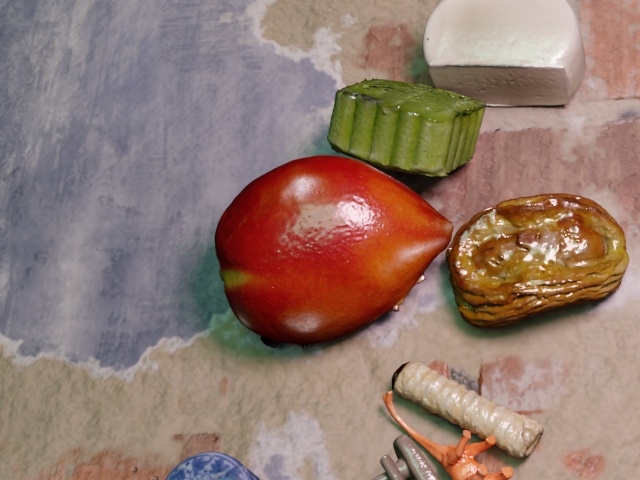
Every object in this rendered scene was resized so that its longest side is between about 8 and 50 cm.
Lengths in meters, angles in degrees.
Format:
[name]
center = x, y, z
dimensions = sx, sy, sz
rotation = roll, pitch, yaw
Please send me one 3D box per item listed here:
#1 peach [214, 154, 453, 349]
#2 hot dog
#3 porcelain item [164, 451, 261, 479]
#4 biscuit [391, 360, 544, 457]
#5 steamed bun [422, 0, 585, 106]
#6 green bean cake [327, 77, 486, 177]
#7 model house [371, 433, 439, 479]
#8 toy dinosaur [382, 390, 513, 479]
[peach]
center = 0.000, 0.000, 1.511
dimensions = 0.362, 0.201, 0.257
rotation = -15, 59, 22
[hot dog]
center = 0.308, 0.024, 1.485
dimensions = 0.259, 0.114, 0.175
rotation = -16, 60, 8
[porcelain item]
center = -0.145, 0.373, 1.440
dimensions = 0.147, 0.114, 0.147
rotation = -6, 62, 12
[biscuit]
center = 0.199, 0.229, 1.448
dimensions = 0.219, 0.055, 0.061
rotation = 27, 64, 25
[steamed bun]
center = 0.290, -0.310, 1.635
dimensions = 0.242, 0.146, 0.164
rotation = 4, 68, 19
[green bean cake]
center = 0.129, -0.175, 1.579
dimensions = 0.200, 0.214, 0.113
rotation = 17, 111, 23
[model house]
center = 0.102, 0.396, 1.355
dimensions = 0.188, 0.122, 0.229
rotation = -34, 63, 0
[toy dinosaur]
center = 0.190, 0.294, 1.411
dimensions = 0.055, 0.101, 0.279
rotation = -15, 56, -43
